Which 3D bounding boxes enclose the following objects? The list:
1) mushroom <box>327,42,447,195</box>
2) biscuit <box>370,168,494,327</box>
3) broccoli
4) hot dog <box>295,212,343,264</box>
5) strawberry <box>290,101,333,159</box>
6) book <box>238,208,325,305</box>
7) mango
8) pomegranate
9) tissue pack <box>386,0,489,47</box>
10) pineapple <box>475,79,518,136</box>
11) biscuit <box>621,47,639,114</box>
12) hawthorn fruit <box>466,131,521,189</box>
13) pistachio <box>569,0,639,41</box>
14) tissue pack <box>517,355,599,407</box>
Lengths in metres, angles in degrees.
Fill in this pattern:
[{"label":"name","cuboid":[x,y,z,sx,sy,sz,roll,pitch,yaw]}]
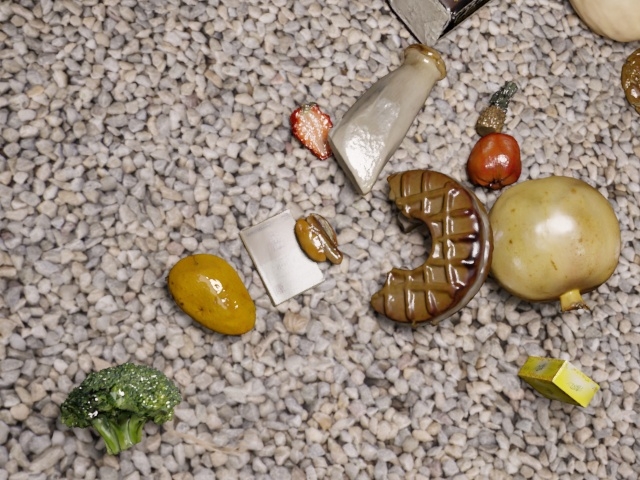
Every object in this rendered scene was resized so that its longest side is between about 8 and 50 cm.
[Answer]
[{"label":"mushroom","cuboid":[0.155,-0.307,1.369,0.154,0.137,0.407,31,77,11]},{"label":"biscuit","cuboid":[0.254,0.017,1.283,0.268,0.115,0.366,-3,80,37]},{"label":"broccoli","cuboid":[-0.418,0.345,1.175,0.226,0.198,0.176,-37,73,-17]},{"label":"hot dog","cuboid":[-0.002,0.000,1.333,0.089,0.060,0.140,-20,84,-25]},{"label":"strawberry","cuboid":[-0.019,-0.270,1.390,0.103,0.048,0.152,-24,98,-16]},{"label":"book","cuboid":[-0.091,0.040,1.347,0.138,0.016,0.199,-26,85,-10]},{"label":"mango","cuboid":[-0.237,0.122,1.272,0.227,0.109,0.147,38,75,-1]},{"label":"pomegranate","cuboid":[0.529,0.013,1.283,0.319,0.319,0.319,1,81,-6]},{"label":"tissue pack","cuboid":[0.370,-0.684,1.418,0.370,0.198,0.210,-40,83,-11]},{"label":"pineapple","cuboid":[0.456,-0.339,1.441,0.074,0.074,0.159,29,75,-1]},{"label":"biscuit","cuboid":[0.916,-0.429,1.517,0.225,0.042,0.226,1,82,-6]},{"label":"hawthorn fruit","cuboid":[0.428,-0.199,1.383,0.132,0.133,0.138,8,71,-5]},{"label":"pistachio","cuboid":[0.774,-0.649,1.441,0.230,0.230,0.309,-36,87,-10]},{"label":"tissue pack","cuboid":[0.539,0.321,1.290,0.095,0.176,0.062,39,81,0]}]
